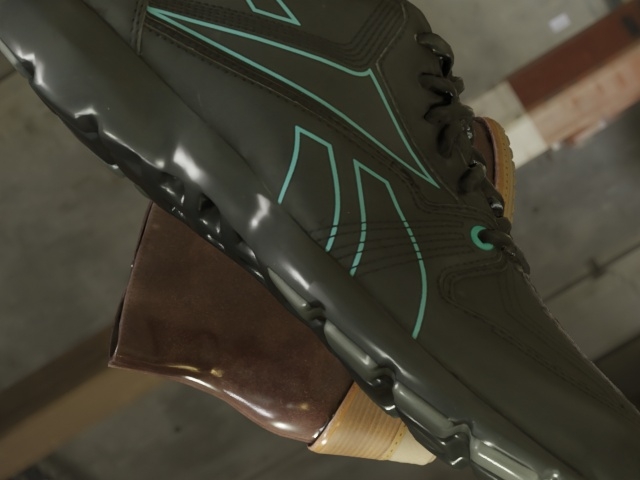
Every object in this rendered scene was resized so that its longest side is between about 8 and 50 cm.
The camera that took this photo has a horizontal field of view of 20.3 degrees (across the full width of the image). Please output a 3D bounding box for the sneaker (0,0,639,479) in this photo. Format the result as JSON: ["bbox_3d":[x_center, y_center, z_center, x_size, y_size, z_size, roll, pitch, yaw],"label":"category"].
[{"bbox_3d":[0.015,-0.020,0.561,0.267,0.106,0.101,42,173,14],"label":"sneaker"}]

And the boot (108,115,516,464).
[{"bbox_3d":[0.000,0.000,1.075,0.207,0.090,0.248,21,-118,-8],"label":"boot"}]
